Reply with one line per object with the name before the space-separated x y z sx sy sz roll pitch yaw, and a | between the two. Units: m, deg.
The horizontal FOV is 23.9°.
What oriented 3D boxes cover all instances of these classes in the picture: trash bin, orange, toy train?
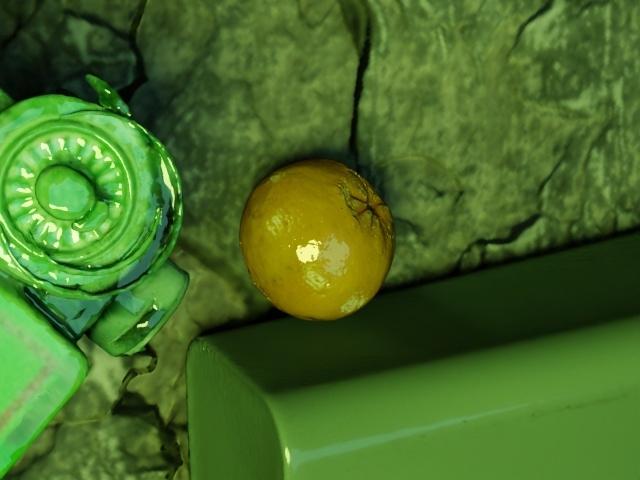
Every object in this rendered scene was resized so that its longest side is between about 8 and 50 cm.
trash bin | 0.108 0.130 0.828 0.343 0.158 0.223 -9 110 -22
orange | 0.000 0.000 0.761 0.083 0.070 0.083 39 41 -44
toy train | -0.177 -0.014 0.606 0.243 0.132 0.188 41 83 -16
